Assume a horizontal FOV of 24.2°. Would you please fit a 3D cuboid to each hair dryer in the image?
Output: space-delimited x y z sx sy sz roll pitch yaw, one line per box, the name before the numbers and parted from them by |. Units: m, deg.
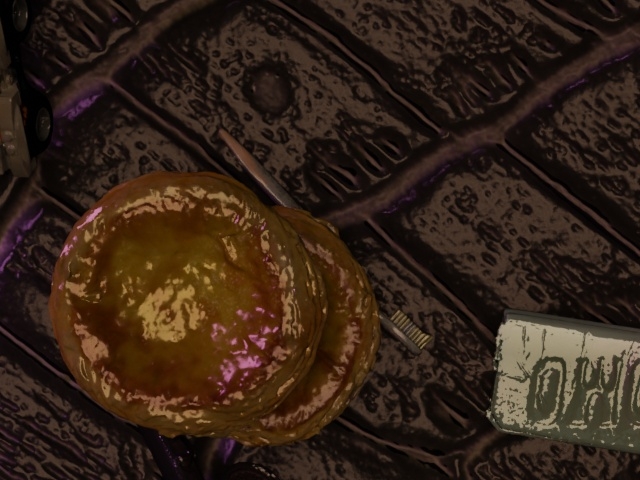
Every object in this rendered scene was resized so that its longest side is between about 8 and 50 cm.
hair dryer | -0.155 0.295 1.789 0.251 0.089 0.197 53 132 29

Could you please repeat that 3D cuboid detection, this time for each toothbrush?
toothbrush | 0.000 0.000 1.854 0.037 0.028 0.375 -44 88 -5

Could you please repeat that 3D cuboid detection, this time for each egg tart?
egg tart | -0.064 0.102 1.811 0.295 0.116 0.294 0 87 8
egg tart | -0.145 0.071 1.702 0.319 0.128 0.319 0 89 8

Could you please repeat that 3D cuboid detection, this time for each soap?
soap | 0.331 0.173 1.807 0.261 0.094 0.150 9 89 2

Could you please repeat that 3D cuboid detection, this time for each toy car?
toy car | -0.437 -0.207 1.775 0.193 0.118 0.301 5 128 13
